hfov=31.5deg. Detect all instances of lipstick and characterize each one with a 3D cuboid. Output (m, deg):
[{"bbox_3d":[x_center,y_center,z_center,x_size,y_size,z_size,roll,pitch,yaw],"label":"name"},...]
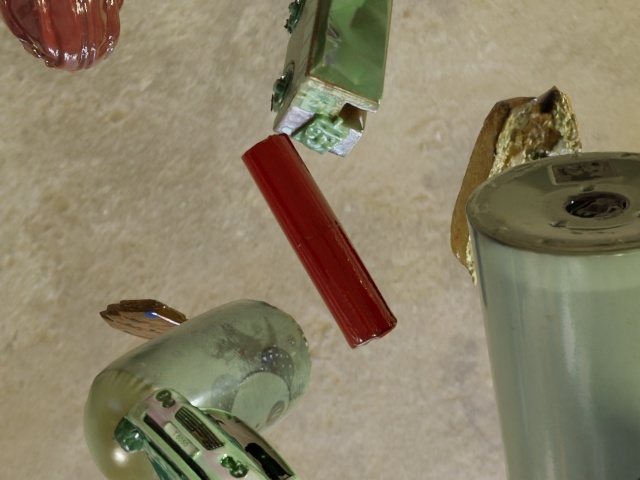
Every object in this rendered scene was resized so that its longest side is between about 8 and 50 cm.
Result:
[{"bbox_3d":[-0.001,0.001,1.386,0.073,0.073,0.280,-31,84,12],"label":"lipstick"}]

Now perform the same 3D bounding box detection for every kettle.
[{"bbox_3d":[0.291,0.103,1.216,0.250,0.361,0.377,-8,113,2],"label":"kettle"}]

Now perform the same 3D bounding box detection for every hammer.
[{"bbox_3d":[-0.138,0.182,0.944,0.113,0.202,0.305,48,128,17],"label":"hammer"}]

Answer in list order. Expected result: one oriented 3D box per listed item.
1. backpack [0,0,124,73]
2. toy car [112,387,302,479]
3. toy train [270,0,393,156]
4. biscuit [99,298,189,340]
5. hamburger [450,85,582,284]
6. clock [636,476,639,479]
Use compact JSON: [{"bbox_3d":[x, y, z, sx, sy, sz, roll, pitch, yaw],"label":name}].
[{"bbox_3d":[-0.278,-0.278,1.173,0.139,0.229,0.229,-20,110,-17],"label":"backpack"},{"bbox_3d":[-0.057,0.153,0.707,0.076,0.224,0.090,-41,65,-18],"label":"toy car"},{"bbox_3d":[0.020,-0.278,1.589,0.129,0.326,0.159,20,144,-17],"label":"toy train"},{"bbox_3d":[-0.181,0.088,1.210,0.119,0.130,0.019,12,70,-2],"label":"biscuit"},{"bbox_3d":[0.269,-0.081,1.555,0.144,0.156,0.283,12,106,-8],"label":"hamburger"},{"bbox_3d":[0.316,0.289,0.942,0.295,0.113,0.322,-34,141,-17],"label":"clock"}]
